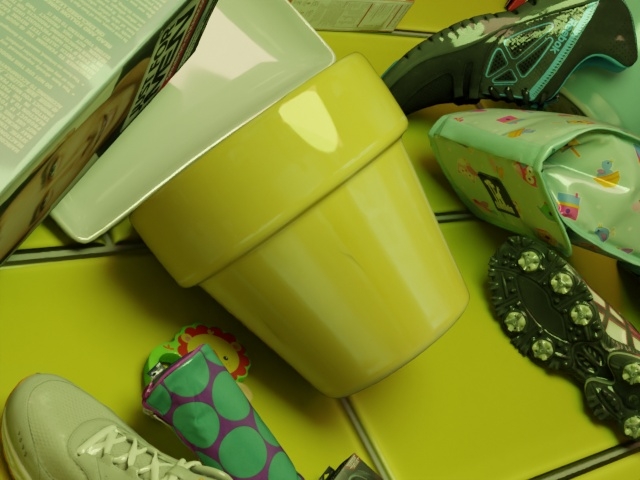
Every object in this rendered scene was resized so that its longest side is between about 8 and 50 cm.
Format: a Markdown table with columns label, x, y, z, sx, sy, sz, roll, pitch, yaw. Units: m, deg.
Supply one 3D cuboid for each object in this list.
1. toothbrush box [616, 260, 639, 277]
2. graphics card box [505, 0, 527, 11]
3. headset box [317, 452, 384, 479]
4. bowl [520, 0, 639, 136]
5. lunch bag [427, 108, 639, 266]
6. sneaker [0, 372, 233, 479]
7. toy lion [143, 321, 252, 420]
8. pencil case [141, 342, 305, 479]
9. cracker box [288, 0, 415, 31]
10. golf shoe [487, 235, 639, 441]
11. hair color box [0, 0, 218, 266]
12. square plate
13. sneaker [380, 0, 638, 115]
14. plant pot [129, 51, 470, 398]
| label | x | y | z | sx | sy | sz | roll | pitch | yaw |
| --- | --- | --- | --- | --- | --- | --- | --- | --- | --- |
| toothbrush box | 0.517 | -0.007 | 1.180 | 0.126 | 0.216 | 0.295 | 30 | 4 | -9 |
| graphics card box | 0.517 | -0.378 | 1.731 | 0.371 | 0.094 | 0.233 | 36 | 39 | -5 |
| headset box | 0.032 | 0.227 | 0.828 | 0.083 | 0.032 | 0.062 | 44 | 40 | 4 |
| bowl | 0.390 | -0.215 | 1.361 | 0.163 | 0.311 | 0.311 | -44 | 82 | -7 |
| lunch bag | 0.279 | -0.074 | 1.148 | 0.262 | 0.160 | 0.223 | 15 | 9 | -30 |
| sneaker | -0.113 | 0.179 | 0.693 | 0.262 | 0.121 | 0.099 | 44 | 39 | 6 |
| toy lion | -0.105 | 0.109 | 0.841 | 0.100 | 0.034 | 0.096 | 9 | 41 | -31 |
| pencil case | -0.076 | 0.156 | 0.759 | 0.070 | 0.064 | 0.151 | -38 | 99 | -16 |
| cracker box | 0.001 | -0.366 | 1.345 | 0.232 | 0.067 | 0.155 | -10 | 59 | -43 |
| golf shoe | 0.297 | 0.105 | 1.114 | 0.273 | 0.105 | 0.120 | 49 | 23 | 6 |
| hair color box | -0.217 | -0.122 | 0.774 | 0.114 | 0.185 | 0.374 | 37 | 57 | -4 |
| square plate | -0.215 | -0.213 | 0.961 | 0.344 | 0.049 | 0.347 | -40 | 86 | -28 |
| sneaker | 0.225 | -0.215 | 1.210 | 0.125 | 0.341 | 0.139 | -34 | 100 | -80 |
| plant pot | 0.000 | 0.000 | 0.877 | 0.239 | 0.254 | 0.254 | 54 | 39 | -6 |
